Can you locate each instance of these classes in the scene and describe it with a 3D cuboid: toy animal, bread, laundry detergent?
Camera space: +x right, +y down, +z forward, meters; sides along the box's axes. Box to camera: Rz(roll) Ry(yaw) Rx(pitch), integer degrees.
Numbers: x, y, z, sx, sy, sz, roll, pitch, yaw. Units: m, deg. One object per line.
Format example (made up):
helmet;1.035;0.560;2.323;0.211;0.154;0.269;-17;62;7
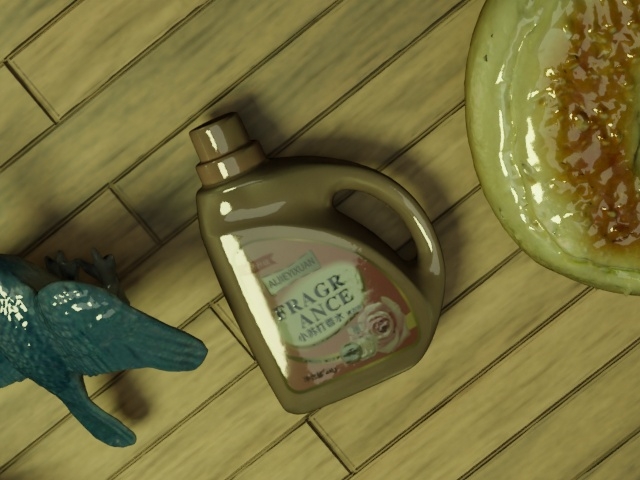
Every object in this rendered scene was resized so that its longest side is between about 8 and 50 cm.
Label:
toy animal;-0.219;0.070;1.171;0.239;0.176;0.255;-13;109;34
bread;0.248;-0.111;1.182;0.306;0.159;0.305;0;103;-2
laundry detergent;0.000;0.000;1.226;0.171;0.076;0.237;-23;100;-2
